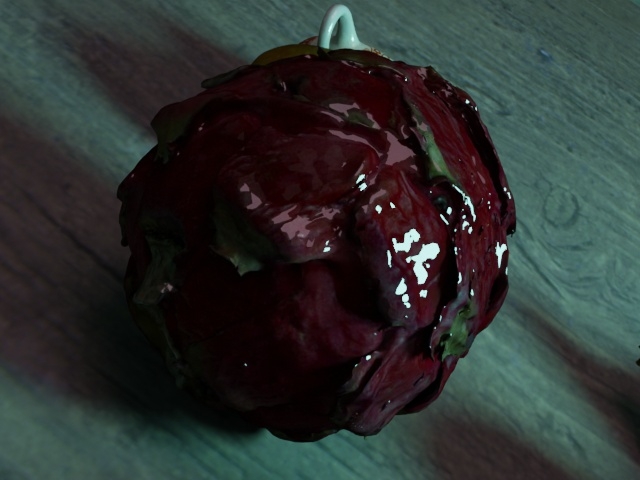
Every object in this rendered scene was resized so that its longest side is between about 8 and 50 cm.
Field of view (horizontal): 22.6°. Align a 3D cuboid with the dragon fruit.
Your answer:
[{"bbox_3d":[0.000,0.001,1.263,0.329,0.329,0.329,25,28,-15],"label":"dragon fruit"}]

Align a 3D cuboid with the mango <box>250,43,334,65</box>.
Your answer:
[{"bbox_3d":[0.059,-0.071,1.598,0.330,0.175,0.176,28,61,-14],"label":"mango"}]

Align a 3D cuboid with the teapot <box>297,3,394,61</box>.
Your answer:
[{"bbox_3d":[0.032,-0.163,1.720,0.159,0.245,0.116,33,71,21],"label":"teapot"}]

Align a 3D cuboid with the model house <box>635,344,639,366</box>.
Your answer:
[{"bbox_3d":[0.474,0.226,1.571,0.244,0.169,0.326,19,32,-40],"label":"model house"}]
